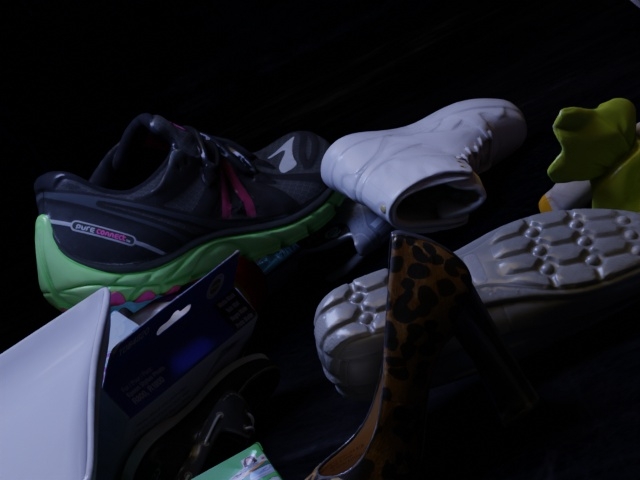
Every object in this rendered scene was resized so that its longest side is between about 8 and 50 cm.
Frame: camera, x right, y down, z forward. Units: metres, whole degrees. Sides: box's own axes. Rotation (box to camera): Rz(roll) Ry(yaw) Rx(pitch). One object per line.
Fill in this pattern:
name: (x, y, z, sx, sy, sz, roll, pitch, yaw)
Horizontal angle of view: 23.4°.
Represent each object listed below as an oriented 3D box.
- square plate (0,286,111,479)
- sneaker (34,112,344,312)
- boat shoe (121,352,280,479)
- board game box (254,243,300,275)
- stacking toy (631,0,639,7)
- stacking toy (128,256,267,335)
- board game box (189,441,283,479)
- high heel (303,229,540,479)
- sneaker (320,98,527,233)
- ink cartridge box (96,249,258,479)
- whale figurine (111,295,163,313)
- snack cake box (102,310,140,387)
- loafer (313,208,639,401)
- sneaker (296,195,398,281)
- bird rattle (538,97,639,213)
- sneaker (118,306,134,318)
square plate: (-0.319, 0.220, 1.369, 0.344, 0.049, 0.347, -34, 23, 11)
sneaker: (-0.140, -0.066, 1.840, 0.185, 0.202, 0.483, -9, 10, 40)
boat shoe: (-0.103, 0.195, 1.555, 0.233, 0.079, 0.084, -40, -31, -49)
board game box: (-0.115, 0.047, 2.186, 0.186, 0.026, 0.126, -38, 14, -18)
stacking toy: (0.501, -0.295, 1.566, 0.351, 0.350, 0.480, -31, 32, 10)
stacking toy: (-0.132, 0.096, 1.865, 0.141, 0.141, 0.330, -28, 8, 19)
board game box: (-0.140, 0.287, 1.115, 0.317, 0.046, 0.213, -28, 30, -10)
high heel: (0.025, 0.120, 1.238, 0.261, 0.186, 0.093, -33, 14, -1)
sneaker: (0.167, -0.082, 1.871, 0.293, 0.108, 0.169, -18, 36, -28)
ink cartridge box: (-0.149, 0.148, 1.558, 0.223, 0.045, 0.224, -40, -25, -47)
whale figurine: (-0.263, 0.105, 2.097, 0.272, 0.141, 0.216, -58, -16, 16)
snack cake box: (-0.266, 0.216, 1.594, 0.264, 0.089, 0.152, -47, -18, -33)
loafer: (0.154, 0.059, 1.336, 0.319, 0.111, 0.112, -15, 42, 3)
sneaker: (0.000, 0.000, 1.966, 0.132, 0.086, 0.229, -44, 18, -31)
bird rattle: (0.312, -0.097, 1.511, 0.253, 0.143, 0.207, -37, -3, -31)
sneaker: (-0.235, 0.146, 1.939, 0.081, 0.080, 0.211, -49, -12, -15)
